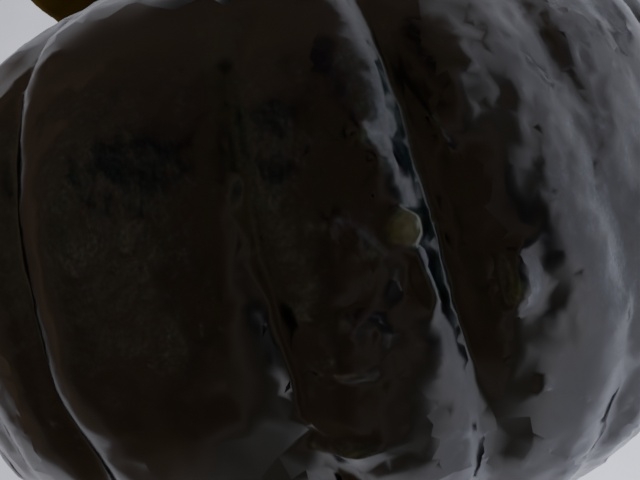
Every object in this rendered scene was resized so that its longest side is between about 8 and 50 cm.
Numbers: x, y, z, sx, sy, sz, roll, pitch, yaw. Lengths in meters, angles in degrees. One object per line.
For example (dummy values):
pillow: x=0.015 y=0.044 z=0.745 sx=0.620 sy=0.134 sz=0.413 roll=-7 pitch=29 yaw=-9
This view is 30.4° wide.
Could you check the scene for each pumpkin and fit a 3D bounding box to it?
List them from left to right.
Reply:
pumpkin: x=0.000 y=0.000 z=0.558 sx=0.363 sy=0.363 sz=0.266 roll=-9 pitch=-84 yaw=37

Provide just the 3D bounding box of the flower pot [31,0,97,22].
flower pot: x=-0.250 y=-0.357 z=1.351 sx=0.195 sy=0.195 sz=0.179 roll=22 pitch=-119 yaw=37
